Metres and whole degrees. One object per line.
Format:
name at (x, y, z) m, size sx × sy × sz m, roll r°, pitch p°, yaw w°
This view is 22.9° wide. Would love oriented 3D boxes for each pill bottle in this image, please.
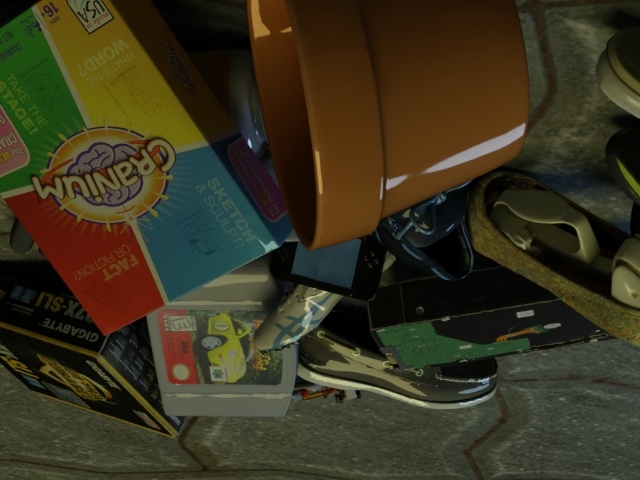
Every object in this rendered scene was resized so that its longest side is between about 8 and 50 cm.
pill bottle at (-0.127, -0.135, 1.612) m, size 0.215 × 0.117 × 0.117 m, roll -2°, pitch 154°, yaw 12°

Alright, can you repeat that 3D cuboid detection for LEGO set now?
LEGO set at (0.009, 0.208, 2.338) m, size 0.244 × 0.060 × 0.182 m, roll -10°, pitch -176°, yaw 26°

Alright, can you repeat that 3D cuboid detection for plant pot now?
plant pot at (0.060, -0.150, 1.408) m, size 0.204 × 0.290 × 0.291 m, roll -10°, pitch 155°, yaw -8°

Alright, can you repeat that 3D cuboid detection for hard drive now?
hard drive at (0.240, 0.090, 2.015) m, size 0.339 × 0.064 × 0.237 m, roll -11°, pitch 160°, yaw 8°

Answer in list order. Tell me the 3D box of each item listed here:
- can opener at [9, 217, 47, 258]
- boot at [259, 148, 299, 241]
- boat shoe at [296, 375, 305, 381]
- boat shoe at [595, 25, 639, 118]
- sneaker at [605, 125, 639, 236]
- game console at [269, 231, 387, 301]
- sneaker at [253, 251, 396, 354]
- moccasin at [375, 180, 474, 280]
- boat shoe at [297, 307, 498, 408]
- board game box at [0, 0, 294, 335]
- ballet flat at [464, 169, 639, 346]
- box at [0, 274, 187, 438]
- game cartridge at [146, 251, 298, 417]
can opener at (-0.318, -0.031, 1.876) m, size 0.076 × 0.095 × 0.283 m, roll 12°, pitch 152°, yaw -16°
boot at (-0.053, -0.051, 1.696) m, size 0.123 × 0.095 × 0.258 m, roll -7°, pitch -172°, yaw 27°
boat shoe at (-0.122, 0.172, 2.258) m, size 0.258 × 0.109 × 0.089 m, roll 15°, pitch 155°, yaw -18°
boat shoe at (0.385, -0.122, 1.581) m, size 0.302 × 0.113 × 0.103 m, roll 17°, pitch 145°, yaw -27°
sneaker at (0.391, -0.031, 1.780) m, size 0.121 × 0.111 × 0.300 m, roll -7°, pitch 148°, yaw 39°
game console at (0.000, 0.000, 1.874) m, size 0.144 × 0.124 × 0.085 m, roll 14°, pitch -175°, yaw 23°
sneaker at (-0.006, 0.053, 1.971) m, size 0.086 × 0.085 × 0.237 m, roll 43°, pitch 113°, yaw -11°
moccasin at (0.115, -0.057, 1.715) m, size 0.117 × 0.137 × 0.342 m, roll 36°, pitch 175°, yaw 24°
boat shoe at (0.112, 0.159, 2.196) m, size 0.305 × 0.109 × 0.091 m, roll 10°, pitch 127°, yaw -12°
board game box at (-0.205, -0.087, 1.541) m, size 0.242 × 0.064 × 0.316 m, roll -27°, pitch 105°, yaw 30°
ballet flat at (0.310, 0.022, 1.762) m, size 0.348 × 0.123 × 0.123 m, roll 29°, pitch 164°, yaw 25°
box at (-0.346, 0.158, 2.205) m, size 0.257 × 0.079 × 0.322 m, roll 17°, pitch 160°, yaw 22°
game cartridge at (-0.128, 0.126, 2.103) m, size 0.196 × 0.060 × 0.294 m, roll -3°, pitch 131°, yaw 3°
